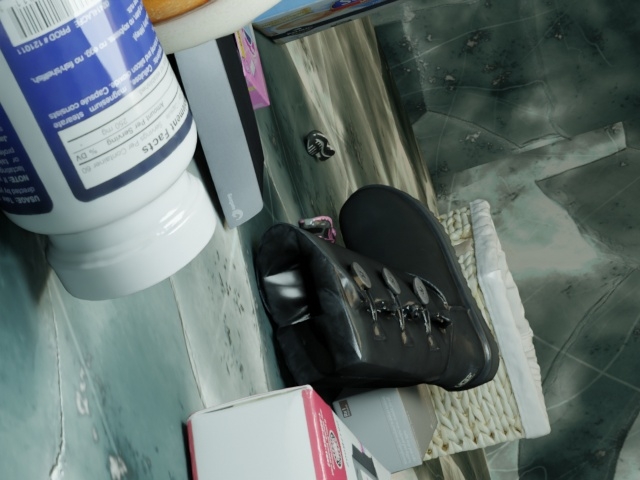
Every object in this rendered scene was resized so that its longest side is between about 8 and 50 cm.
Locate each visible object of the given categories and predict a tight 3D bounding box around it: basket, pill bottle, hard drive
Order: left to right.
[{"bbox_3d":[-0.177,-0.099,0.915,0.153,0.153,0.265,-88,160,-60],"label":"pill bottle"},{"bbox_3d":[-0.116,-0.160,1.534,0.172,0.054,0.255,-92,169,-60],"label":"hard drive"},{"bbox_3d":[0.221,0.159,2.273,0.328,0.266,0.331,-83,153,-66],"label":"basket"}]

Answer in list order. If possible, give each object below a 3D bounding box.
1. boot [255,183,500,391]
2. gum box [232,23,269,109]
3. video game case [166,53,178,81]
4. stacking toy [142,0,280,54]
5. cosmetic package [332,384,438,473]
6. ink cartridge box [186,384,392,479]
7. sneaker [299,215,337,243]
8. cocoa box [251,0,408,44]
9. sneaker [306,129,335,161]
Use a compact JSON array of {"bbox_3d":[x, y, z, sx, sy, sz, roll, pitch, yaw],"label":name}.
[{"bbox_3d":[0.044,0.043,1.796,0.445,0.146,0.367,10,41,-56],"label":"boot"},{"bbox_3d":[-0.127,-0.266,1.693,0.107,0.062,0.188,45,30,-69],"label":"gum box"},{"bbox_3d":[-0.203,-0.279,1.428,0.201,0.023,0.183,64,14,-46],"label":"video game case"},{"bbox_3d":[-0.190,-0.402,0.987,0.480,0.350,0.350,49,24,-42],"label":"stacking toy"},{"bbox_3d":[0.098,0.253,1.925,0.238,0.107,0.127,-46,117,-80],"label":"cosmetic package"},{"bbox_3d":[-0.005,0.296,1.249,0.306,0.131,0.226,52,23,-60],"label":"ink cartridge box"},{"bbox_3d":[0.000,0.000,2.003,0.119,0.047,0.057,46,40,-66],"label":"sneaker"},{"bbox_3d":[0.035,-0.484,2.101,0.228,0.347,0.231,-5,79,-79],"label":"cocoa box"},{"bbox_3d":[-0.008,-0.169,2.253,0.044,0.040,0.109,59,3,17],"label":"sneaker"}]
